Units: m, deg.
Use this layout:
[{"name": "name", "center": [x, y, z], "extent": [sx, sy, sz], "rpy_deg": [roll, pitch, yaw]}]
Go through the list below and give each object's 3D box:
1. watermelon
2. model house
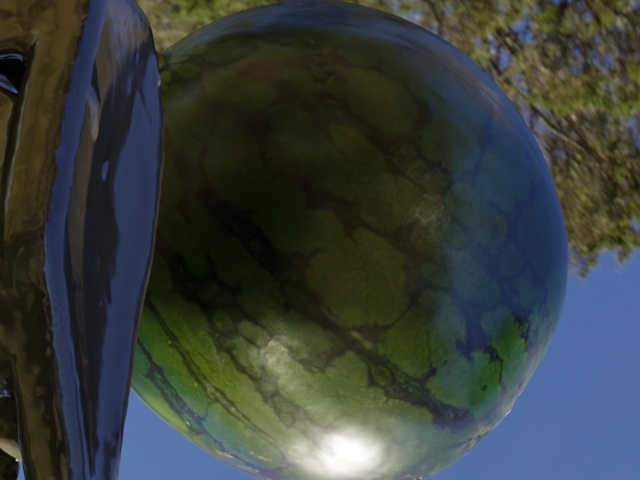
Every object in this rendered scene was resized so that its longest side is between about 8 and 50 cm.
[{"name": "watermelon", "center": [0.000, 0.000, 0.989], "extent": [0.363, 0.363, 0.363], "rpy_deg": [-5, -104, 21]}, {"name": "model house", "center": [-0.156, -0.016, 0.519], "extent": [0.188, 0.122, 0.229], "rpy_deg": [6, -121, -5]}]
